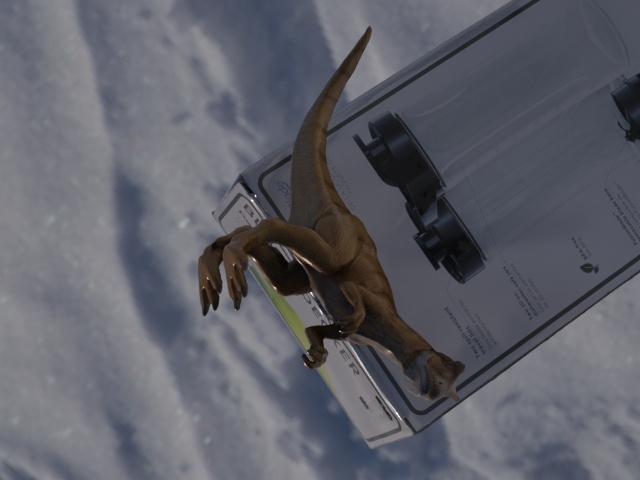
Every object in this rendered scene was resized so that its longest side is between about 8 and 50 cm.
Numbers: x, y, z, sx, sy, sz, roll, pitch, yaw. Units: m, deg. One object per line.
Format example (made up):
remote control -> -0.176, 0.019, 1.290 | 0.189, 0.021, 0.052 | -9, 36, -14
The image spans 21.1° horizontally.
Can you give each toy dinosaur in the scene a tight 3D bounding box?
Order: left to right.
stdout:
toy dinosaur -> 0.000, 0.000, 0.808 | 0.064, 0.112, 0.211 | 113, 143, -50

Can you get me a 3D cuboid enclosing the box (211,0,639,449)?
box -> 0.104, -0.033, 0.969 | 0.169, 0.290, 0.087 | 55, 161, 2
